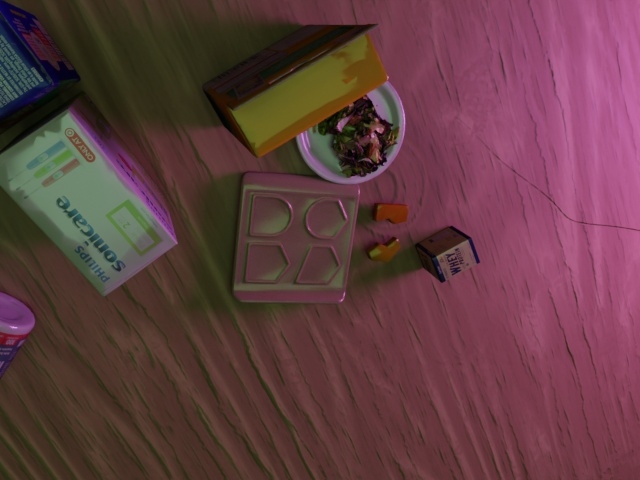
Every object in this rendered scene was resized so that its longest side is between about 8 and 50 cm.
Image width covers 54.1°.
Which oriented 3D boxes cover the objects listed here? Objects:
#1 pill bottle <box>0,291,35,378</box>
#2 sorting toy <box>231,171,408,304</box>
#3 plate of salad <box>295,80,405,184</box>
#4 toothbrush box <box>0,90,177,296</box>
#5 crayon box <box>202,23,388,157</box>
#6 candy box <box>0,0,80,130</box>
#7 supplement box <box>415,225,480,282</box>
[{"bbox_3d":[-0.539,0.176,0.975,0.108,0.108,0.180,31,97,-23],"label":"pill bottle"},{"bbox_3d":[0.000,0.000,1.120,0.307,0.041,0.229,3,102,-18],"label":"sorting toy"},{"bbox_3d":[0.055,-0.192,1.060,0.200,0.048,0.199,-4,105,-16],"label":"plate of salad"},{"bbox_3d":[-0.315,-0.078,0.862,0.122,0.283,0.206,-36,113,-3],"label":"toothbrush box"},{"bbox_3d":[-0.044,-0.217,0.875,0.203,0.323,0.083,-31,114,-5],"label":"crayon box"},{"bbox_3d":[-0.484,-0.163,0.791,0.317,0.268,0.122,-33,110,-3],"label":"candy box"},{"bbox_3d":[0.236,0.024,1.170,0.083,0.083,0.056,-27,112,-5],"label":"supplement box"}]
